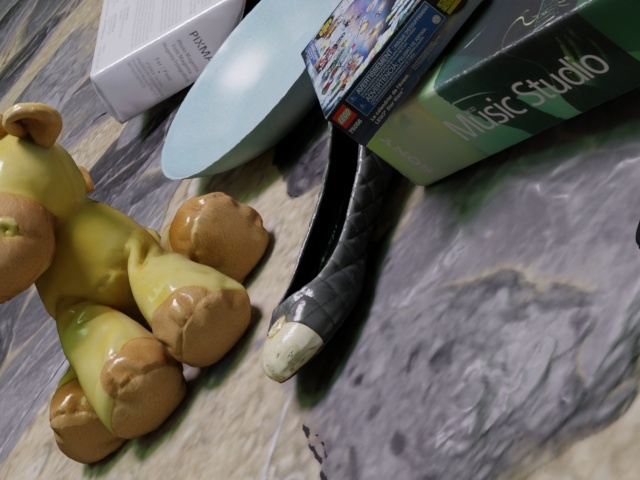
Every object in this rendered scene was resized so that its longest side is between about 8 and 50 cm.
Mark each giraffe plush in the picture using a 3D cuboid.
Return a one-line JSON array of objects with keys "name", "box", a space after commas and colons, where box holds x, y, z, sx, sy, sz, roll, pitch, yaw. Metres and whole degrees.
[{"name": "giraffe plush", "box": [-0.150, 0.003, 0.922, 0.181, 0.170, 0.210, -46, 23, 15]}]

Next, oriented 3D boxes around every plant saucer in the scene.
[{"name": "plant saucer", "box": [-0.033, -0.110, 1.047, 0.195, 0.037, 0.195, -42, 23, 23]}]

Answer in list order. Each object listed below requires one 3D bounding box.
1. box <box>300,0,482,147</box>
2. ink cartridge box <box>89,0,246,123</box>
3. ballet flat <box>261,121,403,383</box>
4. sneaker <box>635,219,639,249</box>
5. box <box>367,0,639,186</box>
[{"name": "box", "box": [0.033, -0.109, 0.782, 0.094, 0.027, 0.137, -51, 17, 11]}, {"name": "ink cartridge box", "box": [-0.084, -0.210, 1.312, 0.232, 0.066, 0.189, -24, 28, 10]}, {"name": "ballet flat", "box": [0.000, 0.000, 0.797, 0.057, 0.049, 0.173, -28, 32, 47]}, {"name": "sneaker", "box": [0.155, 0.021, 0.463, 0.235, 0.084, 0.097, -100, 28, -63]}, {"name": "box", "box": [0.153, -0.166, 0.705, 0.322, 0.058, 0.232, -28, 32, 59]}]
